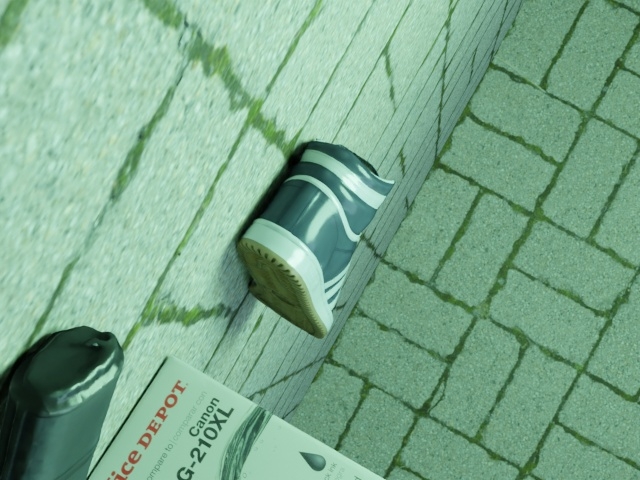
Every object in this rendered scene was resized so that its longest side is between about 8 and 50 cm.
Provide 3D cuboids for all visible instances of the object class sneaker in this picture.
[{"bbox_3d":[0.000,0.000,0.901,0.153,0.099,0.282,-57,169,-14],"label":"sneaker"}]

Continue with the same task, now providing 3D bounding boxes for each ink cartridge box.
[{"bbox_3d":[-0.074,0.235,0.762,0.172,0.237,0.100,-58,169,-19],"label":"ink cartridge box"}]

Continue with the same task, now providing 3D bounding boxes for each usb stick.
[{"bbox_3d":[-0.178,0.165,0.542,0.077,0.045,0.278,-51,168,-56],"label":"usb stick"}]
